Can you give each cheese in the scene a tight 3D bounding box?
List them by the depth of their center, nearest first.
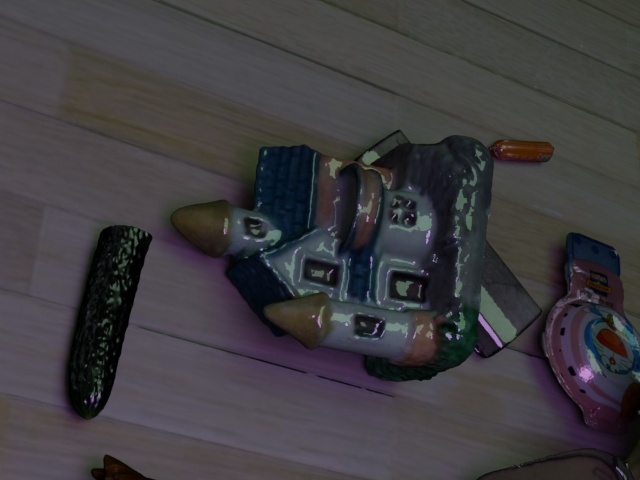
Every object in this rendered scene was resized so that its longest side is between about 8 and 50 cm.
[{"bbox_3d":[0.366,0.120,1.594,0.188,0.074,0.286,21,55,-24],"label":"cheese"}]

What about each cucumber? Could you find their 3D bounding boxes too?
[{"bbox_3d":[-0.221,0.085,1.246,0.052,0.058,0.215,48,42,-49],"label":"cucumber"}]

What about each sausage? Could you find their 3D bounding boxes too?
[{"bbox_3d":[0.279,-0.126,1.699,0.107,0.031,0.031,-1,66,-34],"label":"sausage"}]

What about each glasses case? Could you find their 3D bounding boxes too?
[{"bbox_3d":[0.156,0.002,1.531,0.114,0.060,0.299,-36,87,-35],"label":"glasses case"}]

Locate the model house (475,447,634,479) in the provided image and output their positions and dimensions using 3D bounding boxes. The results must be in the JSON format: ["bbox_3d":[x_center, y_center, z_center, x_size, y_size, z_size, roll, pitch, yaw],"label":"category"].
[{"bbox_3d":[0.312,0.376,1.384,0.278,0.204,0.218,31,47,-54],"label":"model house"}]

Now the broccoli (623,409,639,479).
[{"bbox_3d":[0.477,0.281,1.442,0.324,0.272,0.334,-21,85,-37],"label":"broccoli"}]

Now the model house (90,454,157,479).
[{"bbox_3d":[-0.149,0.302,1.094,0.229,0.199,0.220,-26,93,-35],"label":"model house"}]

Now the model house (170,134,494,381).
[{"bbox_3d":[0.000,0.000,1.337,0.324,0.194,0.267,11,75,-18],"label":"model house"}]
